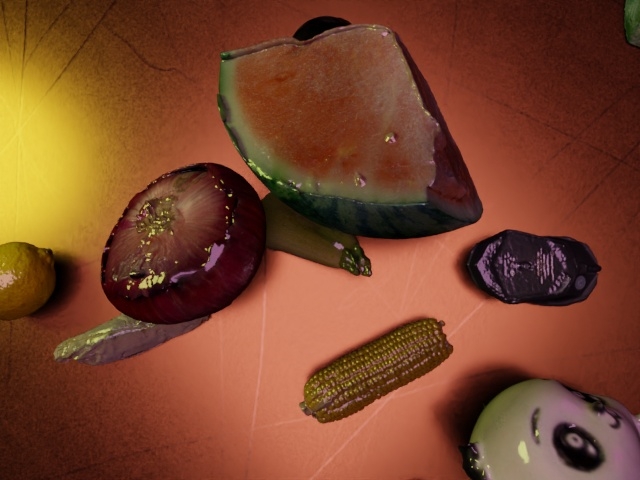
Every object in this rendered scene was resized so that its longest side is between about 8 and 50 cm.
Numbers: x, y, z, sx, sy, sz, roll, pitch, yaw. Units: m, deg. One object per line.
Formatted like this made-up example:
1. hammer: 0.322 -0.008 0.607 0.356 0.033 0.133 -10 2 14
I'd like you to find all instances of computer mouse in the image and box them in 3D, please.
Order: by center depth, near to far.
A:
1. computer mouse: 0.301 0.041 0.807 0.192 0.062 0.105 4 85 -4

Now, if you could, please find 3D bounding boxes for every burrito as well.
1. burrito: -0.273 0.132 0.819 0.230 0.063 0.058 -24 46 -8

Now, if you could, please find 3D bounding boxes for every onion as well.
1. onion: -0.180 0.009 0.759 0.248 0.248 0.161 -36 120 -1

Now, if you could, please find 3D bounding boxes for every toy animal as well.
1. toy animal: 0.327 0.324 0.703 0.251 0.251 0.310 -43 78 -2

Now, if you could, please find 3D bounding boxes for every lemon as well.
1. lemon: -0.439 0.057 0.799 0.133 0.109 0.109 -38 86 -11

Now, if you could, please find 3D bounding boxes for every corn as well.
1. corn: 0.079 0.185 0.793 0.238 0.080 0.080 -26 86 -3

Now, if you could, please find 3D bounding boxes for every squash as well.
1. squash: 0.000 0.001 0.811 0.200 0.075 0.090 29 67 24

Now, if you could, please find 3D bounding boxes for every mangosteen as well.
1. mangosteen: 0.009 -0.244 0.808 0.137 0.137 0.151 35 117 3

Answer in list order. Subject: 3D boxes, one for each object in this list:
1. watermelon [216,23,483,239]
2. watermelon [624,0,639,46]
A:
1. watermelon: 0.028 -0.097 0.697 0.292 0.222 0.319 -13 120 19
2. watermelon: 0.588 -0.348 0.824 0.241 0.094 0.154 14 94 0
